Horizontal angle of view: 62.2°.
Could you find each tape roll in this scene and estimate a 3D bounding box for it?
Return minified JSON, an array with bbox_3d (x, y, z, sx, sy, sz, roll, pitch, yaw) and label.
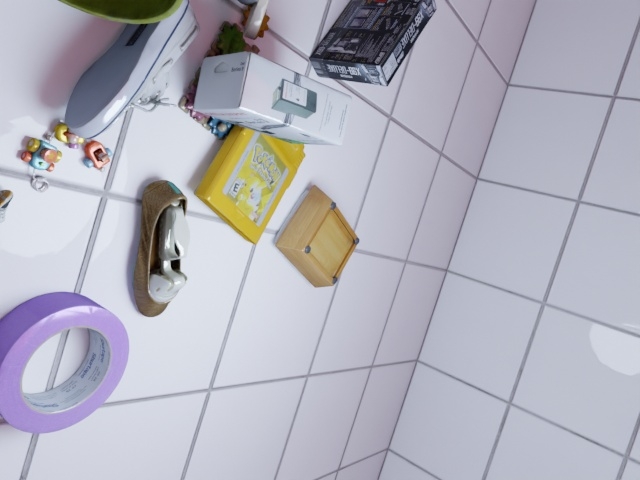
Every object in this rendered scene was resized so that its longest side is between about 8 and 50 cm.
[{"bbox_3d":[-0.540,0.249,1.095,0.275,0.090,0.275,-29,129,-45],"label":"tape roll"}]

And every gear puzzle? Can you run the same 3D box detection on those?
[{"bbox_3d":[-0.198,-0.415,1.276,0.175,0.044,0.339,37,76,-54],"label":"gear puzzle"}]

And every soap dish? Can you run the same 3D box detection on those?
[{"bbox_3d":[0.000,0.000,1.686,0.229,0.118,0.291,-59,143,-16],"label":"soap dish"}]

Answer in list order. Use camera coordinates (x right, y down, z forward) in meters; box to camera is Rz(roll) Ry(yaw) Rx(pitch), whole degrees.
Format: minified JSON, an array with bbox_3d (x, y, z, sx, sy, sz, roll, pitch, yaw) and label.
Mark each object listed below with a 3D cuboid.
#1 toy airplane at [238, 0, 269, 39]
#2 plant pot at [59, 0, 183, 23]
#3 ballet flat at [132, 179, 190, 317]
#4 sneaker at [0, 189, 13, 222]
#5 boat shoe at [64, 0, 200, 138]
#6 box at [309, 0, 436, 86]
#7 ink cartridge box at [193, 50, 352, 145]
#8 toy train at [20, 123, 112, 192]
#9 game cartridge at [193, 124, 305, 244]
[{"bbox_3d":[-0.080,-0.676,1.107,0.384,0.272,0.386,119,-7,-66],"label":"toy airplane"},{"bbox_3d":[-0.322,-0.596,0.793,0.366,0.366,0.353,37,64,-54],"label":"plant pot"},{"bbox_3d":[-0.352,0.036,1.215,0.116,0.124,0.342,-8,112,-52],"label":"ballet flat"},{"bbox_3d":[-0.578,-0.053,0.951,0.083,0.032,0.037,-55,157,-13],"label":"sneaker"},{"bbox_3d":[-0.348,-0.323,1.058,0.367,0.136,0.156,-67,150,-22],"label":"boat shoe"},{"bbox_3d":[0.147,-0.582,1.494,0.307,0.242,0.076,-59,144,-17],"label":"box"},{"bbox_3d":[-0.109,-0.310,1.200,0.289,0.211,0.121,11,93,-40],"label":"ink cartridge box"},{"bbox_3d":[-0.477,-0.160,1.017,0.166,0.046,0.125,-40,135,-37],"label":"toy train"},{"bbox_3d":[-0.166,-0.185,1.401,0.323,0.053,0.285,-61,151,-12],"label":"game cartridge"}]
